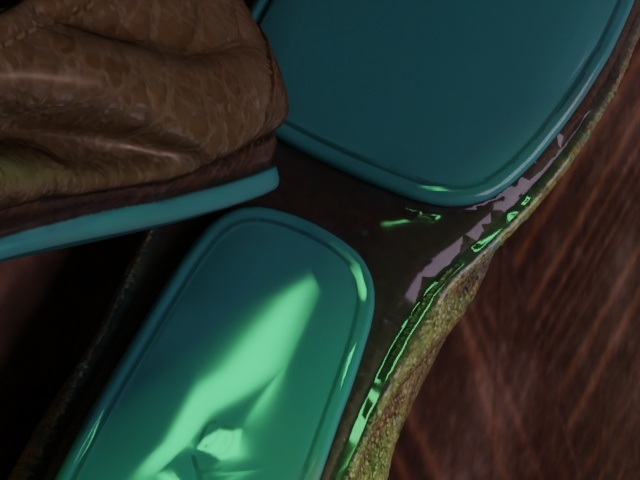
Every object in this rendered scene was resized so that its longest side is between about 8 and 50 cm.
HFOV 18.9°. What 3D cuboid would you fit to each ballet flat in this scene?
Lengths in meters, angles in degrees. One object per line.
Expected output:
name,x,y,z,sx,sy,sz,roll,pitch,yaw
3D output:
ballet flat,0.000,0.000,0.603,0.348,0.123,0.123,-61,145,-21
ballet flat,-0.125,-0.027,0.401,0.342,0.116,0.124,-28,103,-52
